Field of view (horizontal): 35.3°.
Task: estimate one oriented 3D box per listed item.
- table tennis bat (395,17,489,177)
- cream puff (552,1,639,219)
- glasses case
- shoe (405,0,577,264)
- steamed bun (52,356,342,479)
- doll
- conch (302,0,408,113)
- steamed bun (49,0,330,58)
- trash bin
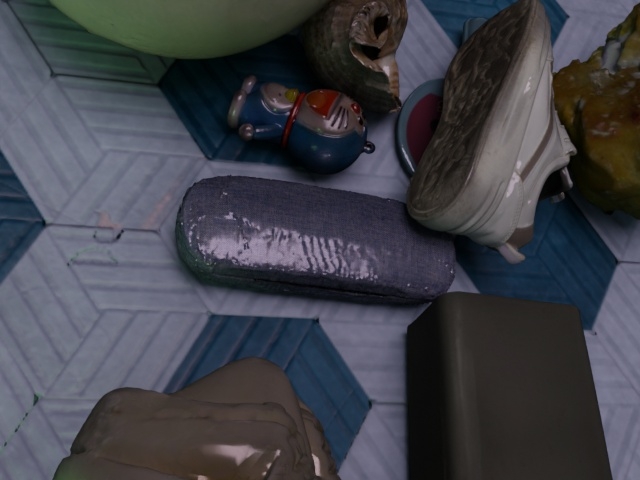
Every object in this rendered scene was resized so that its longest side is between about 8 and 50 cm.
[{"bbox_3d":[0.163,-0.145,1.125,0.153,0.040,0.244,18,65,-12],"label":"table tennis bat"},{"bbox_3d":[0.380,-0.134,1.120,0.282,0.185,0.282,-17,44,17],"label":"cream puff"},{"bbox_3d":[0.000,0.000,0.978,0.282,0.067,0.109,6,57,-15],"label":"glasses case"},{"bbox_3d":[0.205,-0.107,1.046,0.159,0.124,0.316,39,58,-20],"label":"shoe"},{"bbox_3d":[-0.081,0.281,0.691,0.255,0.342,0.368,-21,79,0],"label":"steamed bun"},{"bbox_3d":[-0.016,-0.118,1.022,0.152,0.085,0.114,22,41,4],"label":"doll"},{"bbox_3d":[0.052,-0.205,1.051,0.130,0.207,0.155,-41,109,7],"label":"conch"},{"bbox_3d":[-0.128,-0.347,0.993,0.374,0.241,0.374,1,76,-5],"label":"steamed bun"},{"bbox_3d":[0.171,0.181,0.923,0.164,0.122,0.240,9,61,-15],"label":"trash bin"}]
